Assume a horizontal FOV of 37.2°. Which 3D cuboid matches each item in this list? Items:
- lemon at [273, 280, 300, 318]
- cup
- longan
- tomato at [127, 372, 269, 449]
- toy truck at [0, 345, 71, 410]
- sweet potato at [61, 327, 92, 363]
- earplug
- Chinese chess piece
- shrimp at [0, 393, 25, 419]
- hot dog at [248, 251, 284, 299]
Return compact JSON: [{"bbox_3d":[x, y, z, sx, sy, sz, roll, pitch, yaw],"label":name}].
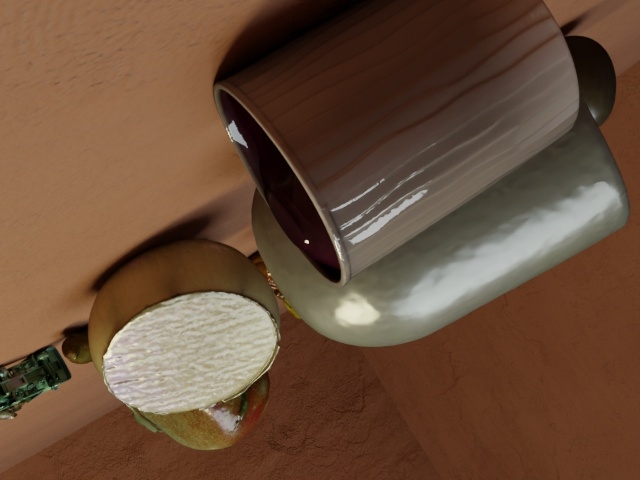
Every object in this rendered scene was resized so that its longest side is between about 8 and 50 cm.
[{"bbox_3d":[0.059,0.019,1.673,0.321,0.268,0.268,-36,174,9],"label":"lemon"},{"bbox_3d":[0.061,-0.105,0.878,0.273,0.208,0.288,-33,173,-9],"label":"cup"},{"bbox_3d":[0.429,-0.271,1.650,0.189,0.189,0.189,-32,174,-4],"label":"longan"},{"bbox_3d":[-0.250,0.258,1.859,0.239,0.304,0.303,-32,175,29],"label":"tomato"},{"bbox_3d":[-0.481,0.231,1.489,0.081,0.067,0.175,-35,174,33],"label":"toy truck"},{"bbox_3d":[-0.377,0.173,1.597,0.067,0.067,0.274,-33,176,4],"label":"sweet potato"},{"bbox_3d":[0.118,-0.052,1.135,0.394,0.313,0.312,-32,174,5],"label":"earplug"},{"bbox_3d":[-0.190,0.126,1.340,0.270,0.112,0.270,-13,135,-14],"label":"Chinese chess piece"},{"bbox_3d":[-0.528,0.268,1.567,0.117,0.066,0.262,-36,175,35],"label":"shrimp"},{"bbox_3d":[0.000,0.012,1.967,0.348,0.117,0.158,-33,174,9],"label":"hot dog"}]
